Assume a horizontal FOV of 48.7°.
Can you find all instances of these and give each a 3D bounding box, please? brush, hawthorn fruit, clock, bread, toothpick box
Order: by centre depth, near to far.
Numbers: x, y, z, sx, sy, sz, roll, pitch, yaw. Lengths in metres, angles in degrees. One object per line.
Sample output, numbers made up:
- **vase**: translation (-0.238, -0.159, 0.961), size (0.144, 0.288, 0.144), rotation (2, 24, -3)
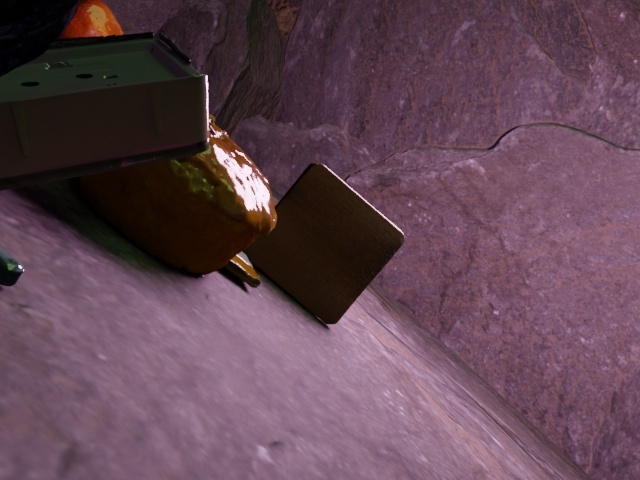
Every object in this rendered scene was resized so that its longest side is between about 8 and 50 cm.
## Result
- **clock**: translation (-0.201, -0.112, 0.577), size (0.192, 0.071, 0.147), rotation (-15, 35, -25)
- **bread**: translation (-0.160, -0.073, 0.801), size (0.268, 0.146, 0.268), rotation (42, 7, -7)
- **brush**: translation (-0.152, -0.012, 1.035), size (0.085, 0.020, 0.336), rotation (38, 4, -24)
- **toothpick box**: translation (0.000, 0.000, 1.218), size (0.190, 0.187, 0.308), rotation (39, 1, -3)
- **hawthorn fruit**: translation (-0.476, -0.381, 1.536), size (0.285, 0.165, 0.165), rotation (63, 1, -8)

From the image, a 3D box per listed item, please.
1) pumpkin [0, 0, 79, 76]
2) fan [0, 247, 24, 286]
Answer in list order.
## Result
- **pumpkin**: translation (-0.265, -0.255, 0.388), size (0.363, 0.363, 0.266), rotation (42, 29, 27)
- **fan**: translation (-0.255, -0.037, 0.438), size (0.193, 0.016, 0.038), rotation (40, 11, 10)
